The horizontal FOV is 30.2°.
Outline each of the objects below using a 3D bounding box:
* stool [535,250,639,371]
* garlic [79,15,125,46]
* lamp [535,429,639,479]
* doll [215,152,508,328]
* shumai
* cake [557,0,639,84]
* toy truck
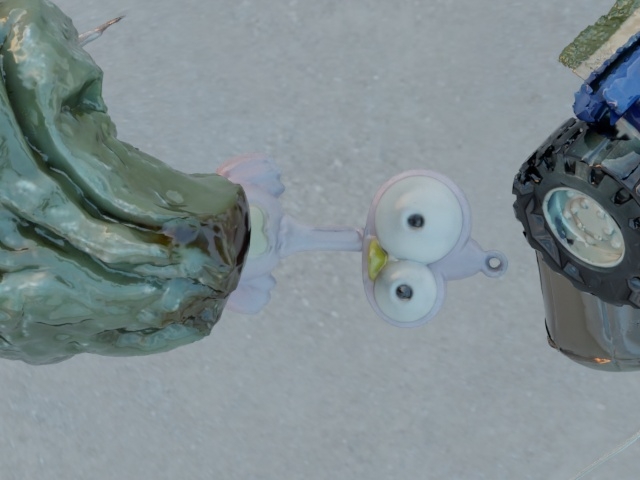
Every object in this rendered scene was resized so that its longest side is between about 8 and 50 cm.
[{"bbox_3d":[0.160,0.008,0.629,0.096,0.096,0.110,-22,111,-18],"label":"stool"},{"bbox_3d":[-0.435,-0.201,1.429,0.231,0.246,0.340,45,36,-14],"label":"garlic"},{"bbox_3d":[0.279,0.197,1.108,0.198,0.056,0.050,-43,86,17],"label":"lamp"},{"bbox_3d":[0.000,0.000,1.161,0.365,0.094,0.160,6,89,6],"label":"doll"},{"bbox_3d":[-0.194,0.010,0.887,0.263,0.309,0.304,26,59,7],"label":"shumai"},{"bbox_3d":[0.432,-0.264,1.441,0.284,0.158,0.172,-17,136,-45],"label":"cake"},{"bbox_3d":[0.183,0.001,0.410,0.208,0.126,0.113,44,63,9],"label":"toy truck"}]
